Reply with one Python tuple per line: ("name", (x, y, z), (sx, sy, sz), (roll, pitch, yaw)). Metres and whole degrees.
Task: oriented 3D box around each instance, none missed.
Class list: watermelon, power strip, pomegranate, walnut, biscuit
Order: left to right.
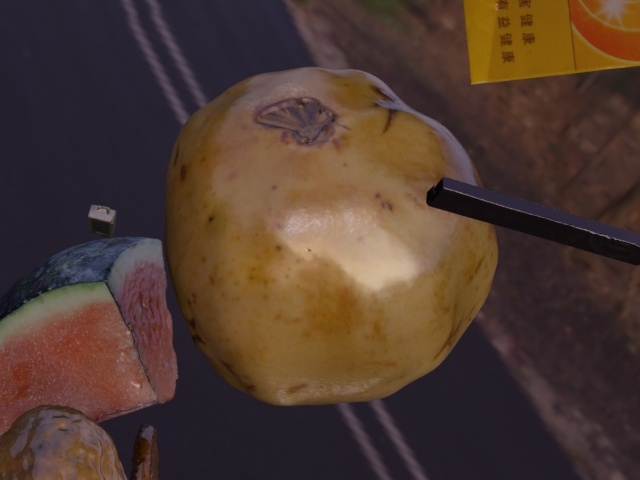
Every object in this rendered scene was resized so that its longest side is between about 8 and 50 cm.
("walnut", (-0.260, 0.241, 1.540), (0.155, 0.155, 0.184), (36, 21, -28))
("watermelon", (-0.278, 0.133, 1.747), (0.226, 0.318, 0.148), (40, 9, 12))
("power strip", (-0.226, -0.019, 1.659), (0.027, 0.017, 0.083), (17, -16, -2))
("biscuit", (-0.198, 0.298, 1.783), (0.027, 0.188, 0.188), (2, 16, -2))
("pomegranate", (0.000, 0.000, 1.520), (0.332, 0.332, 0.332), (40, 11, -10))

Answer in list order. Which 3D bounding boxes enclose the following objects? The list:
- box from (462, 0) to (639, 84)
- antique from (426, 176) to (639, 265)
("box", (0.256, -0.224, 1.386), (0.043, 0.269, 0.152), (-26, 111, -70))
("antique", (0.179, -0.015, 1.290), (0.192, 0.031, 0.015), (15, 61, -13))
